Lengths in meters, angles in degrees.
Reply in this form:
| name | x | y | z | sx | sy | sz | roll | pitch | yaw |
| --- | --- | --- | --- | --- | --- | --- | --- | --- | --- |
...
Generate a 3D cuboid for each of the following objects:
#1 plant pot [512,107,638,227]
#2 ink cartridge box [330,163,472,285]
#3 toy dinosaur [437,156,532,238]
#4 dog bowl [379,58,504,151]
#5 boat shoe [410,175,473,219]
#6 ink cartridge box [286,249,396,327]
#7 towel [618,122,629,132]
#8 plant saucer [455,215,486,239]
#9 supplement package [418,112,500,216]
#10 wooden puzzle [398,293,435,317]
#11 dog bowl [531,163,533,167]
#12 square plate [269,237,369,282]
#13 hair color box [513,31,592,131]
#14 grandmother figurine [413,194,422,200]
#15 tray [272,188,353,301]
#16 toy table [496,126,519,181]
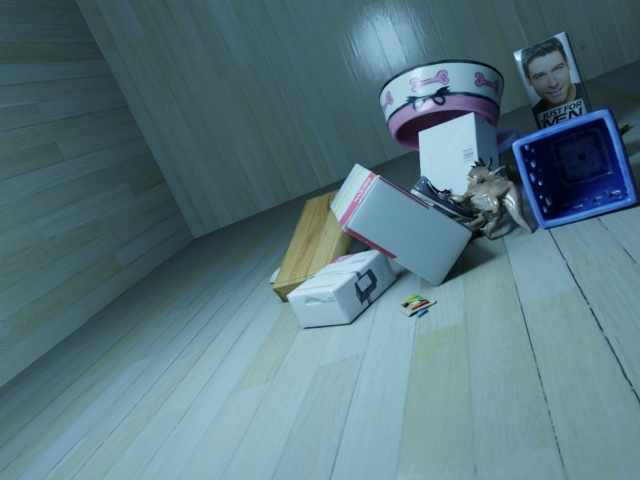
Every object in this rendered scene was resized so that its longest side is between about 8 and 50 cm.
| name | x | y | z | sx | sy | sz | roll | pitch | yaw |
| --- | --- | --- | --- | --- | --- | --- | --- | --- | --- |
| plant pot | 0.639 | -0.190 | 1.509 | 0.236 | 0.236 | 0.212 | -17 | 8 | 33 |
| ink cartridge box | 0.191 | -0.059 | 1.603 | 0.160 | 0.279 | 0.385 | -59 | 10 | 7 |
| toy dinosaur | 0.459 | -0.125 | 1.615 | 0.200 | 0.127 | 0.295 | -44 | 36 | -14 |
| dog bowl | 0.399 | -0.421 | 1.997 | 0.408 | 0.150 | 0.408 | -1 | -15 | 0 |
| boat shoe | 0.354 | -0.118 | 1.712 | 0.065 | 0.206 | 0.075 | -65 | 18 | 7 |
| ink cartridge box | 0.057 | 0.123 | 1.581 | 0.172 | 0.100 | 0.237 | -13 | 15 | 43 |
| towel | 0.932 | -0.329 | 2.038 | 0.237 | 0.021 | 0.102 | -32 | 9 | -30 |
| plant saucer | 0.395 | -0.023 | 1.729 | 0.168 | 0.029 | 0.168 | -22 | 12 | 5 |
| supplement package | 0.438 | -0.231 | 1.915 | 0.204 | 0.262 | 0.145 | -14 | -20 | 40 |
| wooden puzzle | 0.217 | 0.145 | 1.384 | 0.078 | 0.014 | 0.116 | -28 | 13 | -17 |
| dog bowl | 0.774 | -0.250 | 1.866 | 0.166 | 0.074 | 0.297 | -33 | 15 | -36 |
| square plate | 0.027 | 0.035 | 2.153 | 0.347 | 0.049 | 0.344 | -13 | 17 | 41 |
| hair color box | 0.848 | -0.532 | 2.190 | 0.185 | 0.374 | 0.113 | -18 | 5 | 29 |
| grandmother figurine | 0.283 | -0.096 | 2.119 | 0.208 | 0.104 | 0.342 | 30 | 43 | 35 |
| tray | 0.000 | 0.000 | 1.932 | 0.203 | 0.076 | 0.411 | -16 | 36 | 32 |
| toy table | 0.613 | -0.275 | 2.078 | 0.252 | 0.161 | 0.274 | -16 | 15 | 34 |
